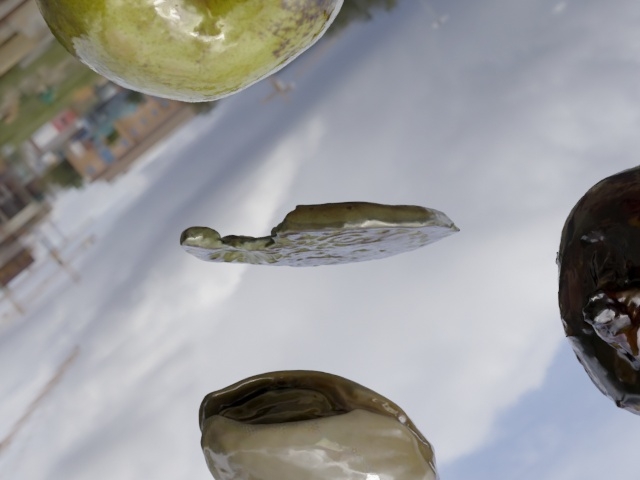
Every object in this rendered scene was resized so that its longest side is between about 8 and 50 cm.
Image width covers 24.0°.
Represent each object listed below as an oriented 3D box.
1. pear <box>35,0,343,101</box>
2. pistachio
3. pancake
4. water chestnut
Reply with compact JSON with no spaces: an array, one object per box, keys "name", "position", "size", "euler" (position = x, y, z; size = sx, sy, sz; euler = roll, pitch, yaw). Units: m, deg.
[{"name":"pear","position":[-0.082,-0.183,0.907],"size":[0.197,0.197,0.197],"euler":[-37,-169,8]},{"name":"pistachio","position":[0.000,0.199,1.381],"size":[0.153,0.238,0.138],"euler":[-61,-168,12]},{"name":"pancake","position":[0.000,0.000,1.219],"size":[0.235,0.029,0.212],"euler":[-9,170,34]},{"name":"water chestnut","position":[0.373,0.064,1.630],"size":[0.300,0.300,0.300],"euler":[-37,-169,8]}]
